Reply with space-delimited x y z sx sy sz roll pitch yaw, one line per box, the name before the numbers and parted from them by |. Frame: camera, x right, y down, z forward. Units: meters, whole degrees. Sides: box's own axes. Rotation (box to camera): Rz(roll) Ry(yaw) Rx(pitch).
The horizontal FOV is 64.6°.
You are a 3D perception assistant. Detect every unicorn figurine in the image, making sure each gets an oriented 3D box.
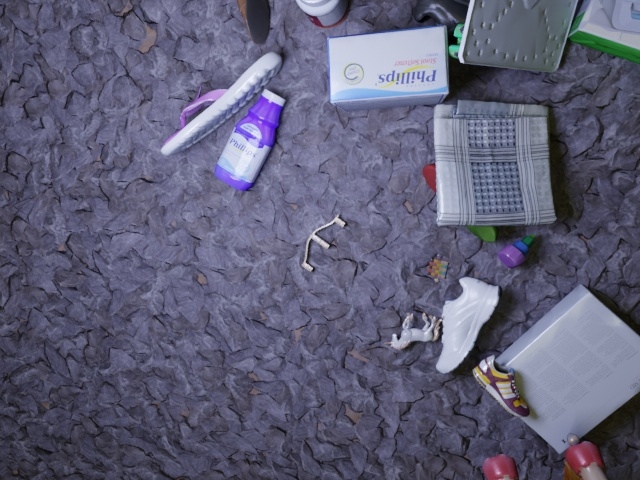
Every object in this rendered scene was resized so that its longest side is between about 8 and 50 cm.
unicorn figurine | 0.266 0.264 1.458 0.162 0.060 0.111 5 100 10

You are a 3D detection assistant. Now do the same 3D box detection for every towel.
towel | 0.438 -0.197 1.272 0.312 0.056 0.324 0 82 -3

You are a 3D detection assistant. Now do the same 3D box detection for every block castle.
block castle | 0.599 0.724 1.350 0.303 0.212 0.453 -11 124 4

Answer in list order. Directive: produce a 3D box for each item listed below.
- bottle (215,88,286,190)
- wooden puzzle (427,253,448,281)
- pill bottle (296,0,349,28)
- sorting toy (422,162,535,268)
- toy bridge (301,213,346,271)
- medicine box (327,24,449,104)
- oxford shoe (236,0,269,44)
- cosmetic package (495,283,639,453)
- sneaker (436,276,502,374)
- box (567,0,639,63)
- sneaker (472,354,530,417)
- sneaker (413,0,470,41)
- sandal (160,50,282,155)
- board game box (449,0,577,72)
bottle | -0.191 -0.284 1.426 0.118 0.092 0.282 32 104 5
wooden puzzle | 0.333 0.079 1.441 0.049 0.006 0.083 13 102 8
pill bottle | 0.001 -0.616 1.267 0.121 0.221 0.121 2 100 10
sorting toy | 0.440 -0.097 1.354 0.126 0.127 0.365 -42 88 -9
toy bridge | 0.000 0.000 1.477 0.063 0.026 0.188 36 104 4
medicine box | 0.169 -0.407 1.238 0.264 0.289 0.149 -2 99 11
oxford shoe | -0.194 -0.645 1.385 0.076 0.076 0.212 12 118 50
cosmetic package | 0.680 0.351 1.380 0.284 0.097 0.377 43 105 3
sneaker | 0.393 0.237 1.423 0.129 0.111 0.297 28 100 20
box | 0.765 -0.555 1.191 0.262 0.127 0.231 23 105 6
sneaker | 0.496 0.386 1.339 0.185 0.069 0.084 41 111 1
sneaker | 0.369 -0.555 1.283 0.286 0.109 0.130 32 110 13
sandal | -0.285 -0.387 1.395 0.416 0.169 0.102 -39 94 2
board game box | 0.456 -0.584 1.111 0.050 0.390 0.389 33 123 45
